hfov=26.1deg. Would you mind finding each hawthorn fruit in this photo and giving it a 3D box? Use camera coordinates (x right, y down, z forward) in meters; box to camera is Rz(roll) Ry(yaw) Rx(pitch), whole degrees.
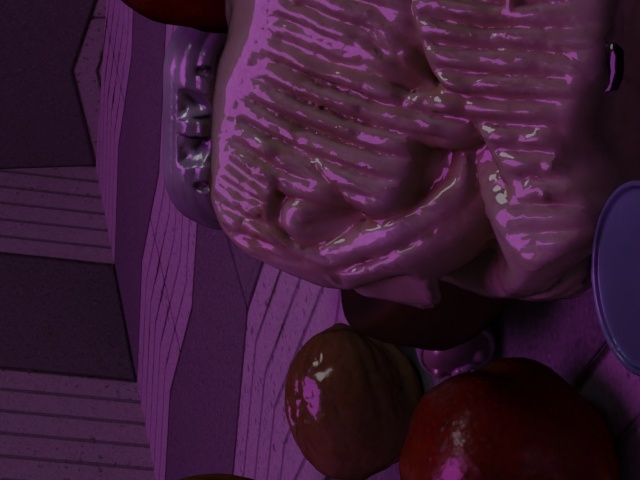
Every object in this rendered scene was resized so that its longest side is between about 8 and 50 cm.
[{"bbox_3d":[0.148,0.177,1.023,0.188,0.169,0.169,-139,48,-64],"label":"hawthorn fruit"}]

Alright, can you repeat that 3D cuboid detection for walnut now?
[{"bbox_3d":[0.034,0.168,1.441,0.166,0.149,0.167,-10,-90,-74],"label":"walnut"}]

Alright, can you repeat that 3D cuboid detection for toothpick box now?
[{"bbox_3d":[0.229,0.014,0.704,0.101,0.153,0.101,178,90,-74],"label":"toothpick box"}]

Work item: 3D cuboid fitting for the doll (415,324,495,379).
[{"bbox_3d":[0.124,0.089,1.252,0.084,0.073,0.127,51,-153,-57],"label":"doll"}]

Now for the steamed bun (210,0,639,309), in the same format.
[{"bbox_3d":[0.115,-0.127,0.935,0.394,0.237,0.347,-42,76,29],"label":"steamed bun"}]

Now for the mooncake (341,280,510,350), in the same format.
[{"bbox_3d":[0.101,-0.015,1.161,0.235,0.117,0.235,-169,90,-70],"label":"mooncake"}]

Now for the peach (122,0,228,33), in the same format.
[{"bbox_3d":[-0.093,-0.381,1.362,0.388,0.388,0.388,177,90,-74],"label":"peach"}]

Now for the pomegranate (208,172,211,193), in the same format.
[{"bbox_3d":[-0.006,-0.081,1.442,0.215,0.215,0.215,177,90,-74],"label":"pomegranate"}]

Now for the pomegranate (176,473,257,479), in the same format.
[{"bbox_3d":[-0.154,0.469,1.644,0.410,0.410,0.410,177,90,-74],"label":"pomegranate"}]

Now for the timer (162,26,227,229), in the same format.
[{"bbox_3d":[-0.068,-0.144,1.573,0.087,0.237,0.262,19,115,43],"label":"timer"}]
